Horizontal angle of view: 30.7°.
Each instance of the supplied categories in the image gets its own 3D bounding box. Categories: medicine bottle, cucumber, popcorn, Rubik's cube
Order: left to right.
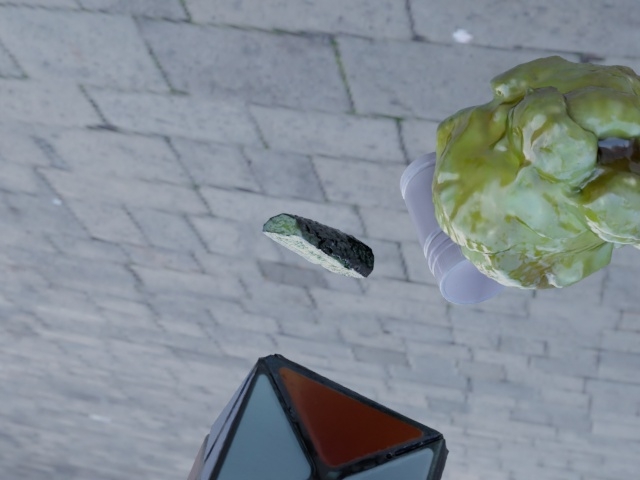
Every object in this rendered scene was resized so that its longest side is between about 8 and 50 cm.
[{"bbox_3d":[-0.030,0.316,1.327,0.250,0.246,0.248,25,143,-4],"label":"Rubik's cube"},{"bbox_3d":[0.002,-0.003,1.760,0.078,0.062,0.211,6,164,34],"label":"cucumber"},{"bbox_3d":[0.225,-0.024,1.961,0.133,0.250,0.133,-8,137,-8],"label":"medicine bottle"},{"bbox_3d":[0.254,-0.073,1.180,0.225,0.276,0.276,31,154,-21],"label":"popcorn"}]
